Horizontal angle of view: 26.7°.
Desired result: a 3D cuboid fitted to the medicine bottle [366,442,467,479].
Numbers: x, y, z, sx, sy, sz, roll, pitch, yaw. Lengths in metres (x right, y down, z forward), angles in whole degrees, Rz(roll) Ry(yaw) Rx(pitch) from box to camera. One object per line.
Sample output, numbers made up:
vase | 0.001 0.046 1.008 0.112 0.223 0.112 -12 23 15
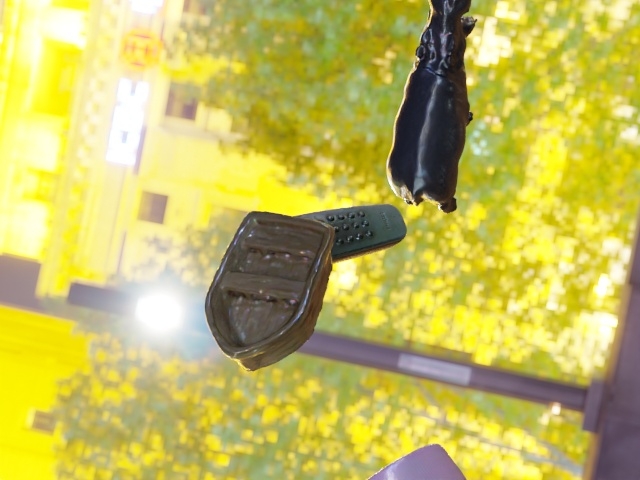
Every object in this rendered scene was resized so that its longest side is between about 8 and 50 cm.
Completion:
medicine bottle | 0.161 0.440 1.708 0.202 0.316 0.202 -31 -22 -13

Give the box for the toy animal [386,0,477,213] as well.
toy animal | 0.170 -0.213 1.968 0.168 0.106 0.343 -3 -79 -75

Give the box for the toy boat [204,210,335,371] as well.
toy boat | -0.057 0.062 1.456 0.061 0.116 0.188 76 -149 -50

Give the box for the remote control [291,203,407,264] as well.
remote control | 0.000 0.000 1.667 0.042 0.222 0.072 105 148 -55
